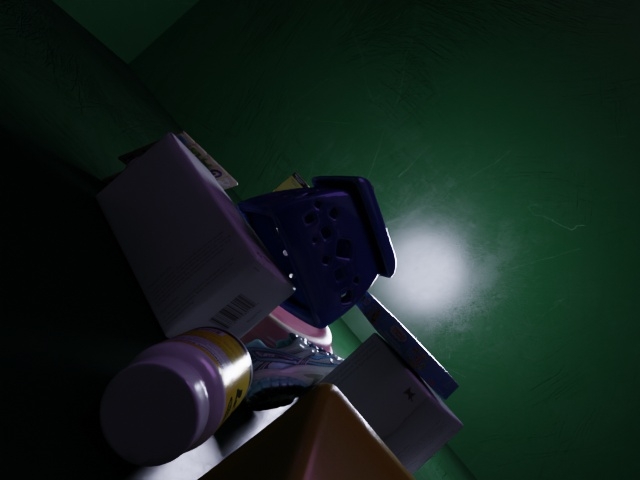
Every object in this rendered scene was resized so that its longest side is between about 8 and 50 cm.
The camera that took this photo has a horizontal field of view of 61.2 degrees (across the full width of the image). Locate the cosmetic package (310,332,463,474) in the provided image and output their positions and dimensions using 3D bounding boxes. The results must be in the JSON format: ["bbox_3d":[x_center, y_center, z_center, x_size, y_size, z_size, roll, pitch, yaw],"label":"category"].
[{"bbox_3d":[0.113,0.282,0.906,0.151,0.151,0.184,48,0,44],"label":"cosmetic package"}]

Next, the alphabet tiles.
[{"bbox_3d":[-0.327,-0.134,1.143,0.198,0.237,0.009,46,33,-54],"label":"alphabet tiles"}]

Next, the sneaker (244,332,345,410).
[{"bbox_3d":[-0.020,0.225,0.991,0.283,0.110,0.122,11,46,-42],"label":"sneaker"}]

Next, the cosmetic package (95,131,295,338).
[{"bbox_3d":[-0.233,-0.001,0.972,0.365,0.197,0.155,52,3,35],"label":"cosmetic package"}]

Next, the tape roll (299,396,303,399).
[{"bbox_3d":[0.043,0.393,1.210,0.189,0.080,0.189,48,3,-3],"label":"tape roll"}]

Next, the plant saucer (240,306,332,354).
[{"bbox_3d":[-0.098,0.169,1.168,0.332,0.084,0.332,36,10,-7],"label":"plant saucer"}]

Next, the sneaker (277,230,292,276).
[{"bbox_3d":[-0.103,0.094,1.392,0.099,0.263,0.121,20,27,34],"label":"sneaker"}]

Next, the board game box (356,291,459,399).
[{"bbox_3d":[0.140,0.172,0.934,0.160,0.039,0.211,46,0,-9],"label":"board game box"}]

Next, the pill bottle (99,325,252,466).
[{"bbox_3d":[-0.154,0.167,0.612,0.119,0.119,0.208,49,3,5],"label":"pill bottle"}]

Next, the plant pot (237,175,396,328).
[{"bbox_3d":[0.000,0.000,1.039,0.236,0.212,0.236,12,-55,64],"label":"plant pot"}]

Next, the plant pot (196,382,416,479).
[{"bbox_3d":[-0.019,0.283,0.419,0.212,0.212,0.187,49,14,1],"label":"plant pot"}]

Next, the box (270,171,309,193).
[{"bbox_3d":[-0.121,-0.065,1.372,0.058,0.232,0.087,50,-1,25],"label":"box"}]
